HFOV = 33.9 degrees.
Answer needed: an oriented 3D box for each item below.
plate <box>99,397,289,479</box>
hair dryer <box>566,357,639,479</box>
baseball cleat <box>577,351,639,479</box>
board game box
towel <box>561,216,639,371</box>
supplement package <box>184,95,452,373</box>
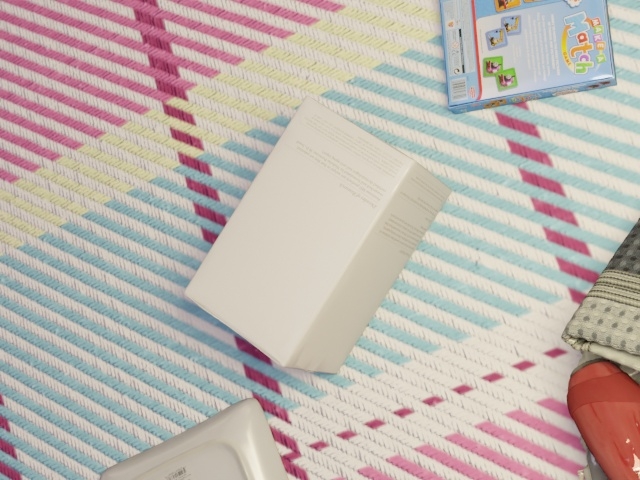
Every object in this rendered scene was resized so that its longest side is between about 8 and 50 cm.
[{"bbox_3d":[-0.158,0.388,1.402,0.277,0.045,0.278,-29,71,16],"label":"plate"},{"bbox_3d":[0.372,0.162,1.113,0.223,0.080,0.294,7,69,39],"label":"hair dryer"},{"bbox_3d":[0.350,0.203,1.208,0.109,0.072,0.206,-6,79,22],"label":"baseball cleat"},{"bbox_3d":[0.263,-0.259,1.347,0.211,0.039,0.160,-8,78,22],"label":"board game box"},{"bbox_3d":[0.467,0.039,1.100,0.324,0.056,0.312,17,58,43],"label":"towel"},{"bbox_3d":[0.000,0.000,1.334,0.175,0.177,0.293,34,93,24],"label":"supplement package"}]
